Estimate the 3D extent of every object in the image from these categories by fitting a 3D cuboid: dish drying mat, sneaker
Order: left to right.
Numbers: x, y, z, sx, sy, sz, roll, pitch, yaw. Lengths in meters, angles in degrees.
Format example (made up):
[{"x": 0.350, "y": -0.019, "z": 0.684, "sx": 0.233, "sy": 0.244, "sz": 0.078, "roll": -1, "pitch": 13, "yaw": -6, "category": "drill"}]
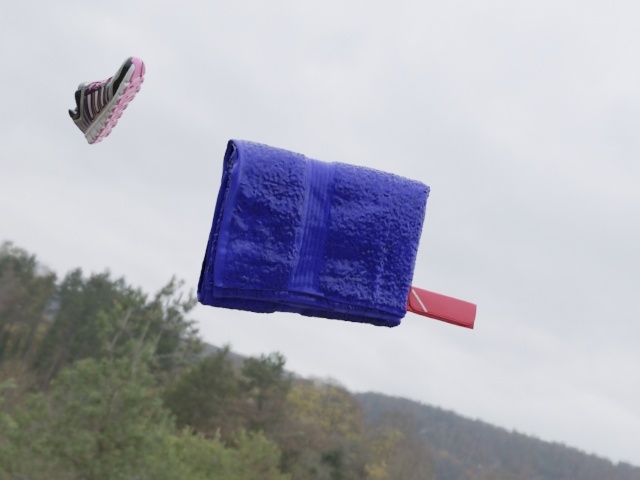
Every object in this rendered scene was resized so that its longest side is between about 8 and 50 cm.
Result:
[{"x": -0.326, "y": -0.220, "z": 1.144, "sx": 0.075, "sy": 0.063, "sz": 0.170, "roll": 43, "pitch": -55, "yaw": -4, "category": "sneaker"}, {"x": 0.140, "y": 0.077, "z": 0.879, "sx": 0.083, "sy": 0.032, "sz": 0.008, "roll": 16, "pitch": -24, "yaw": -9, "category": "dish drying mat"}]

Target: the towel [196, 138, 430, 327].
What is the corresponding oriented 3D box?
[{"x": 0.000, "y": 0.000, "z": 1.048, "sx": 0.309, "sy": 0.227, "sz": 0.076, "roll": 10, "pitch": 4, "yaw": -23, "category": "towel"}]
